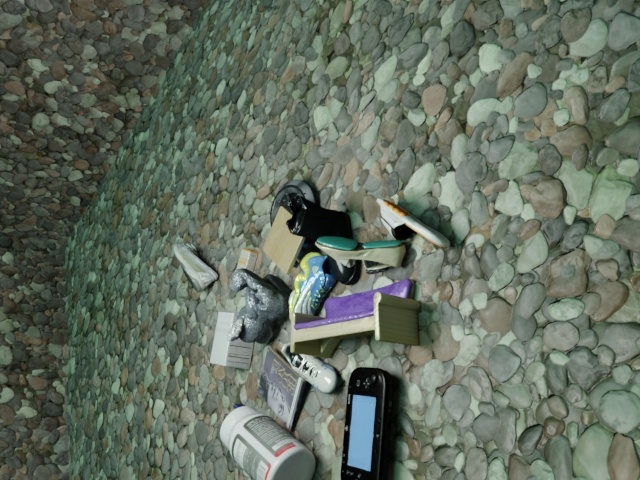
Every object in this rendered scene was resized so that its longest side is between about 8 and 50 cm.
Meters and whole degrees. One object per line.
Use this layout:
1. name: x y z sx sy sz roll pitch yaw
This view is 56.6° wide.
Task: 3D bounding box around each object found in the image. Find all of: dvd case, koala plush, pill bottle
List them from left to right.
1. koala plush: -0.201 0.234 1.896 0.203 0.196 0.221 36 102 41
2. pill bottle: -0.159 0.602 1.708 0.283 0.161 0.161 23 95 48
3. dvd case: -0.124 0.452 1.833 0.221 0.018 0.165 30 110 51

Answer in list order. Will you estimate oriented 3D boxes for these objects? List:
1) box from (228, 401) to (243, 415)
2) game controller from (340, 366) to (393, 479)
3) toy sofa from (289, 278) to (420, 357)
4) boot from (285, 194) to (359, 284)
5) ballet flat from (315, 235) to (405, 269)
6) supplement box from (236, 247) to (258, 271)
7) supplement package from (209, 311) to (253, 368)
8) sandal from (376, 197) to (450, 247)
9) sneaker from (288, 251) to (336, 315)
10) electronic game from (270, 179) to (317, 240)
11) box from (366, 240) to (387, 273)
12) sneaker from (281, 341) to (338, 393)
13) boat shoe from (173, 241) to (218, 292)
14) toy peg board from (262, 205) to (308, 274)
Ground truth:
1. box: -0.239 0.631 1.918 0.225 0.036 0.137 17 91 51
2. game controller: 0.114 0.483 1.503 0.166 0.067 0.320 -10 69 49
3. toy sofa: 0.081 0.204 1.578 0.362 0.150 0.177 -19 64 47
4. boot: 0.000 0.000 1.706 0.094 0.207 0.247 -34 53 42
5. ballet flat: 0.105 0.039 1.601 0.248 0.086 0.086 4 78 19
6. supplement box: -0.267 0.083 2.149 0.062 0.036 0.099 15 88 52
7. supplement package: -0.296 0.341 2.036 0.105 0.105 0.180 -3 74 50
8. sandal: 0.218 -0.029 1.530 0.265 0.101 0.076 43 108 47
9. sneaker: -0.020 0.147 1.774 0.126 0.091 0.240 -9 69 49
10. electronic game: -0.092 -0.090 1.984 0.229 0.048 0.230 -10 76 45
11. box: 0.155 0.047 1.648 0.067 0.018 0.083 -19 63 47
12. sneaker: -0.034 0.368 1.715 0.237 0.086 0.085 29 99 51
13. boat shoe: -0.511 0.095 2.409 0.320 0.103 0.118 41 154 53
14. toy peg board: -0.087 0.002 1.864 0.160 0.079 0.161 42 114 45
